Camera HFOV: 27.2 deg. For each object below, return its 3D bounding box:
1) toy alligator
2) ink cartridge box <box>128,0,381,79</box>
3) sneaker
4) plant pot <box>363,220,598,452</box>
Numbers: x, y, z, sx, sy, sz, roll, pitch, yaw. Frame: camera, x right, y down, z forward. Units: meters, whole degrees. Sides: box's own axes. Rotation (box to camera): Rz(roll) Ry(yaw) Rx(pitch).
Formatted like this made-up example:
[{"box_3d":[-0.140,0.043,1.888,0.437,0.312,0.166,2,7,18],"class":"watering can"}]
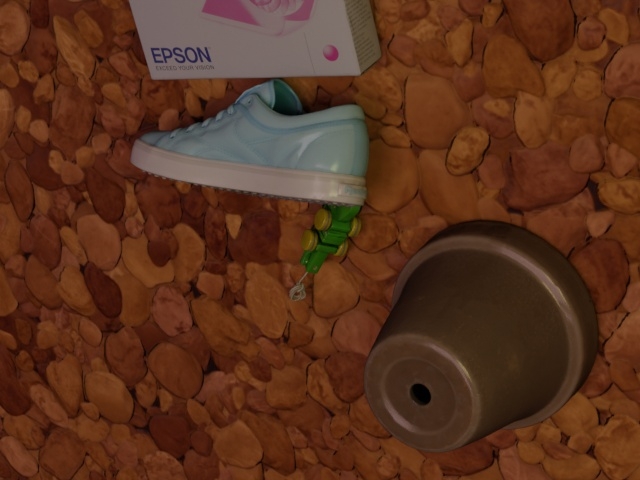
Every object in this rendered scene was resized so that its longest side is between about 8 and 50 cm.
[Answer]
[{"box_3d":[0.000,0.000,1.730,0.189,0.056,0.051,-57,34,37],"class":"toy alligator"},{"box_3d":[-0.110,-0.356,1.605,0.324,0.071,0.330,3,122,33],"class":"ink cartridge box"},{"box_3d":[-0.085,-0.133,1.698,0.366,0.135,0.150,9,89,32],"class":"sneaker"},{"box_3d":[0.168,0.133,1.563,0.263,0.229,0.263,12,115,28],"class":"plant pot"}]
